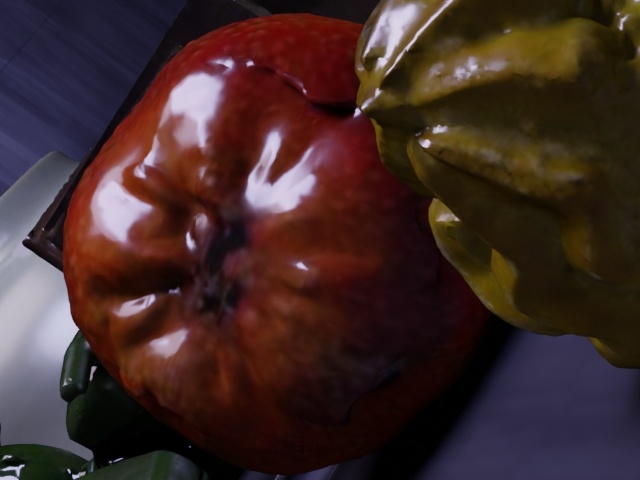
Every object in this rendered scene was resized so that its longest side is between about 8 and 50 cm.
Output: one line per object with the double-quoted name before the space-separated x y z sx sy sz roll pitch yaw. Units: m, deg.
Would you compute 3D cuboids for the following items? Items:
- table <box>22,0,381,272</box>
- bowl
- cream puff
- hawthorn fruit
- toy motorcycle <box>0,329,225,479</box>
"table" -0.015 -0.053 1.002 0.193 0.169 0.172 -51 8 38
"bowl" -0.152 0.067 1.225 0.354 0.185 0.354 -49 3 4
"cream puff" 0.070 -0.041 0.470 0.146 0.116 0.146 -59 6 11
"hawthorn fruit" -0.005 0.004 0.729 0.173 0.173 0.179 -58 -21 -16
"toy motorcycle" -0.110 0.134 0.886 0.275 0.127 0.205 -36 31 29
